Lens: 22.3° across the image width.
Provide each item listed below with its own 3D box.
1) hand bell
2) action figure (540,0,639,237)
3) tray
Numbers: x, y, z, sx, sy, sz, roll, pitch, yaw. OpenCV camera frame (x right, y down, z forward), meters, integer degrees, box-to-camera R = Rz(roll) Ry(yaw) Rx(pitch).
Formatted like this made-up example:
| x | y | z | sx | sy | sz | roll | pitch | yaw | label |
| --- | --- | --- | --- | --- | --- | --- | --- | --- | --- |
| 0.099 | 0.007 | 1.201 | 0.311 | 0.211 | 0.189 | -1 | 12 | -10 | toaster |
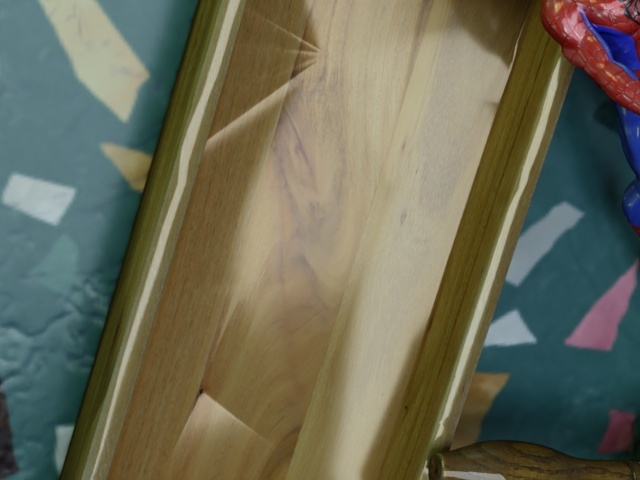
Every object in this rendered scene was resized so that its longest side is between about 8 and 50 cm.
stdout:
| x | y | z | sx | sy | sz | roll | pitch | yaw | label |
| --- | --- | --- | --- | --- | --- | --- | --- | --- | --- |
| 0.175 | 0.144 | 0.960 | 0.242 | 0.126 | 0.126 | 6 | 102 | -22 | hand bell |
| 0.208 | -0.070 | 0.876 | 0.091 | 0.139 | 0.280 | -46 | 130 | -17 | action figure |
| 0.000 | 0.000 | 0.919 | 0.202 | 0.076 | 0.411 | 14 | 99 | -18 | tray |
